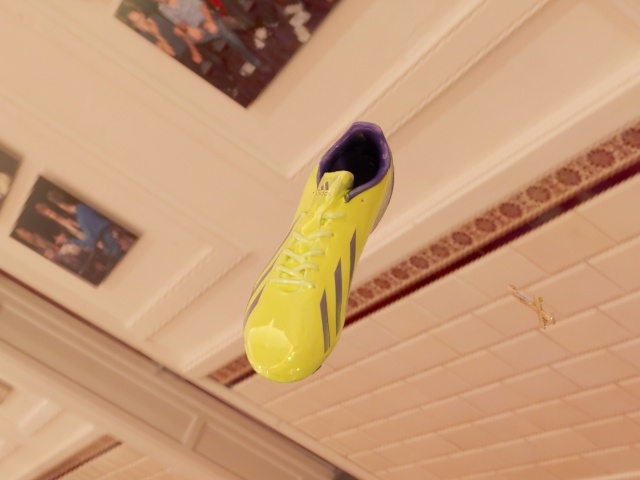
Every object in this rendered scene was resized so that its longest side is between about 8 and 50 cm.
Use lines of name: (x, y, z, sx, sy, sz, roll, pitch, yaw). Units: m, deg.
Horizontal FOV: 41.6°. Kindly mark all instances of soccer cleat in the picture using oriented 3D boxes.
soccer cleat: (-0.001, -0.001, 0.780, 0.121, 0.093, 0.289, 95, -165, -47)

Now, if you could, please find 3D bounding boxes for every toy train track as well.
toy train track: (0.243, 0.071, 0.961, 0.014, 0.048, 0.083, -28, 32, -13)
